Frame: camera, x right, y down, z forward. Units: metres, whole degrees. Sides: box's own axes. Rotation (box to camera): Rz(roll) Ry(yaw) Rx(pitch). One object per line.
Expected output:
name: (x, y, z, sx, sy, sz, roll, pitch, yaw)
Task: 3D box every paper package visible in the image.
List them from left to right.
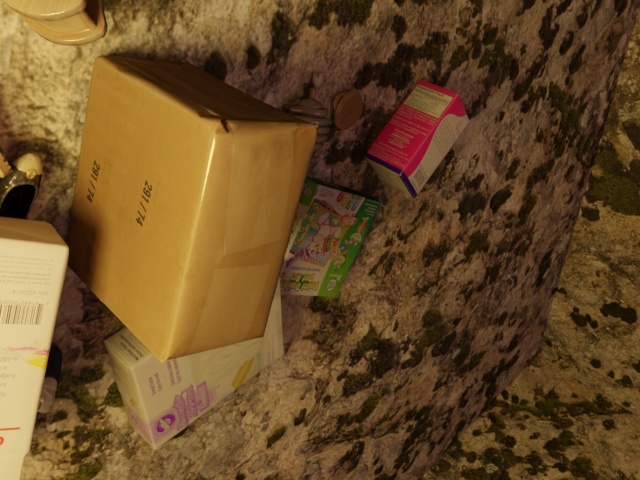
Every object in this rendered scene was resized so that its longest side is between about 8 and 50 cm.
paper package: (-0.189, -0.055, 0.903, 0.168, 0.309, 0.324, -8, 122, -45)

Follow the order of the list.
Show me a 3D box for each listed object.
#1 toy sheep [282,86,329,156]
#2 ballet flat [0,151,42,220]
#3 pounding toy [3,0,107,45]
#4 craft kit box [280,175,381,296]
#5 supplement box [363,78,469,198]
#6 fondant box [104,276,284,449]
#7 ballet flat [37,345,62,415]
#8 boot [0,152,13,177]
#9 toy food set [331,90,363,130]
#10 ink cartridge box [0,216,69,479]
toy sheep: (-0.025, -0.208, 1.202, 0.091, 0.091, 0.132, -12, 120, -48)
ballet flat: (-0.403, -0.033, 0.880, 0.057, 0.049, 0.173, 11, 107, -56)
pounding toy: (-0.282, -0.307, 0.676, 0.269, 0.154, 0.155, -55, 175, -5)
craft kit box: (0.000, 0.000, 1.431, 0.250, 0.061, 0.246, 8, 112, -54)
supplement box: (0.214, -0.224, 1.472, 0.220, 0.114, 0.111, -53, 146, -6)
fondant box: (-0.221, 0.204, 1.270, 0.330, 0.096, 0.238, -32, 139, -32)
ballet flat: (-0.453, 0.263, 1.037, 0.203, 0.074, 0.074, -56, 147, -4)
boot: (-0.433, -0.113, 0.773, 0.085, 0.059, 0.158, -38, 143, -19)
toy food set: (0.052, -0.256, 1.319, 0.083, 0.020, 0.082, -27, 136, -39)
ink cartridge box: (-0.451, 0.147, 0.813, 0.207, 0.119, 0.353, 8, 101, -36)
